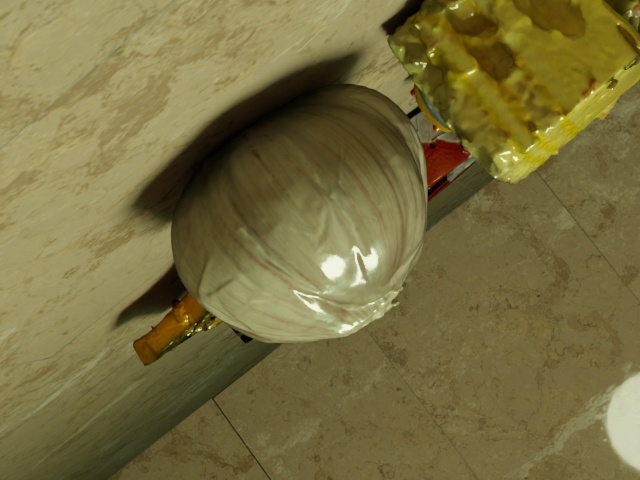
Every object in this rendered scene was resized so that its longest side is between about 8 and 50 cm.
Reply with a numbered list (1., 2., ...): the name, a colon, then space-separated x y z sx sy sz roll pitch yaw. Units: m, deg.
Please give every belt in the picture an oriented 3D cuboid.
1. belt: 0.140 -0.112 1.938 0.324 0.115 0.227 -40 174 34

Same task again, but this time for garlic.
1. garlic: -0.010 -0.018 1.320 0.317 0.259 0.317 -33 175 -3

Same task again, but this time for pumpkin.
1. pumpkin: -0.174 0.081 1.749 0.258 0.095 0.290 -43 174 17

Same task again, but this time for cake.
1. cake: 0.254 -0.233 1.342 0.286 0.222 0.227 -39 173 13

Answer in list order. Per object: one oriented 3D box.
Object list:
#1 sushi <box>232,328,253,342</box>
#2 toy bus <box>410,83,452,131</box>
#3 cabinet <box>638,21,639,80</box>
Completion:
1. sushi: -0.090 0.058 1.907 0.192 0.050 0.215 -31 -150 -13
2. toy bus: 0.224 -0.230 1.600 0.209 0.126 0.136 -33 179 -28
3. cabinet: 0.621 -0.412 2.148 0.175 0.148 0.215 -38 173 6
